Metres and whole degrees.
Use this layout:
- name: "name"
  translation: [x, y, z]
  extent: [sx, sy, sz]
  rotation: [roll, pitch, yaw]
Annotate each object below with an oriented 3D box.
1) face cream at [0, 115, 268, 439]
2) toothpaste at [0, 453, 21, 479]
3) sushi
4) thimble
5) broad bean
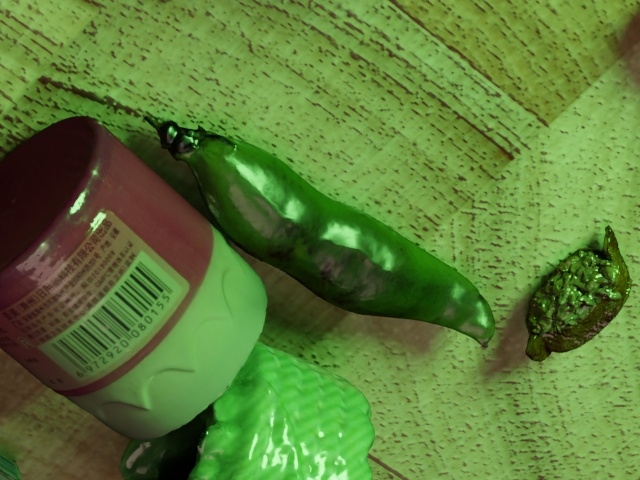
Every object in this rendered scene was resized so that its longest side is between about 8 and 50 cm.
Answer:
- name: "face cream"
  translation: [-0.162, 0.031, 1.372]
  extent: [0.175, 0.175, 0.195]
  rotation: [-36, 120, 17]
- name: "toothpaste"
  translation: [-0.335, 0.155, 1.518]
  extent: [0.047, 0.040, 0.196]
  rotation: [-43, 119, 15]
- name: "sushi"
  translation: [0.210, 0.045, 1.502]
  extent: [0.055, 0.052, 0.120]
  rotation: [26, 121, -39]
- name: "thimble"
  translation: [-0.065, 0.188, 1.475]
  extent: [0.150, 0.219, 0.219]
  rotation: [24, 118, -19]
- name: "broad bean"
  translation: [0.000, 0.000, 1.435]
  extent: [0.339, 0.061, 0.077]
  rotation: [32, 79, -25]
